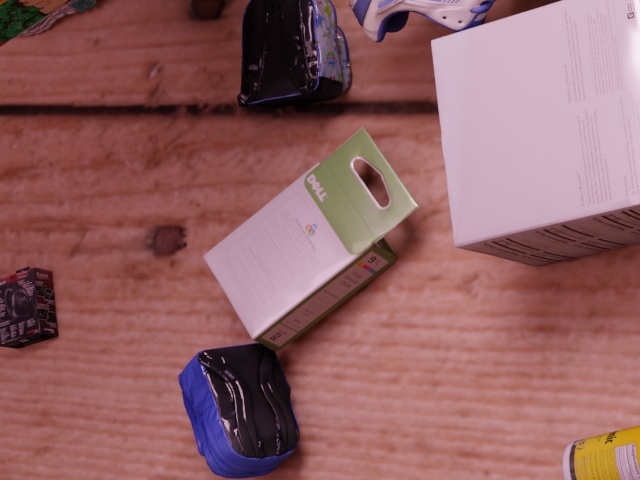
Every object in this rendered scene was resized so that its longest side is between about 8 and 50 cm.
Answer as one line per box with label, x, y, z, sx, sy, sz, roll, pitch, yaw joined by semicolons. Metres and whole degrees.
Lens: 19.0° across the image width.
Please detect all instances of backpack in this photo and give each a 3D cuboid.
backpack;-0.026;-0.191;1.900;0.105;0.084;0.114;-8;83;33
backpack;-0.077;0.173;1.869;0.101;0.098;0.120;-54;52;50

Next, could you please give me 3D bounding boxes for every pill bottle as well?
pill bottle;0.272;0.192;1.642;0.116;0.065;0.065;-17;73;30

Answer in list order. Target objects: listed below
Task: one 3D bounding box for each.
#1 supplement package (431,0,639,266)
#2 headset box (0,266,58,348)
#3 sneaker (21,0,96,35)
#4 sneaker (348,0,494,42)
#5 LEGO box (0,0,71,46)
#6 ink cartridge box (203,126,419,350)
supplement package;0.228;-0.096;1.669;0.203;0.149;0.194;-14;75;32
headset box;-0.323;0.070;2.091;0.062;0.032;0.083;-18;71;30
sneaker;-0.309;-0.282;2.135;0.166;0.065;0.076;-15;57;28
sneaker;0.143;-0.252;1.670;0.296;0.112;0.131;-6;111;41
LEGO box;-0.299;-0.460;1.645;0.372;0.193;0.500;-27;68;26
ink cartridge box;0.000;0.000;1.856;0.209;0.062;0.109;-39;62;12
